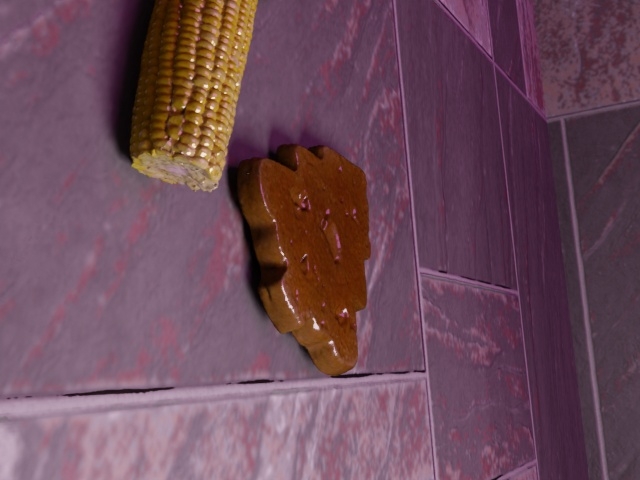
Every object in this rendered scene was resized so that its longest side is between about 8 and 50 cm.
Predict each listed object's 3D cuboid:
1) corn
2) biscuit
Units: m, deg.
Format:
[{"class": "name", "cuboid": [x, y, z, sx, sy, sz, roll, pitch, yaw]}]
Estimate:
[{"class": "corn", "cuboid": [-0.110, -0.161, 0.739, 0.093, 0.093, 0.244, 45, 44, -50]}, {"class": "biscuit", "cuboid": [-0.001, 0.000, 0.963, 0.278, 0.043, 0.301, 68, 28, -20]}]
